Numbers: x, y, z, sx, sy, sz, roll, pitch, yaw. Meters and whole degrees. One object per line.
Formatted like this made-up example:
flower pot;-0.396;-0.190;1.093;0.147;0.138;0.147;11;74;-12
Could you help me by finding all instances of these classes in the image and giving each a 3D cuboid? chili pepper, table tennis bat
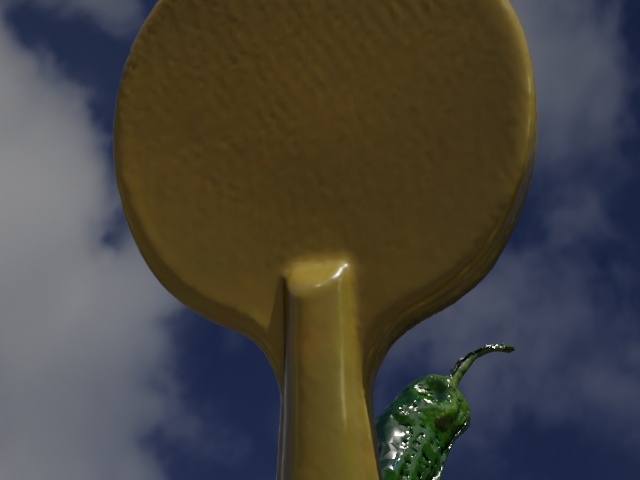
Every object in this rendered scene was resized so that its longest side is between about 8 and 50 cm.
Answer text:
chili pepper;0.070;0.162;0.959;0.122;0.279;0.065;-17;-60;20
table tennis bat;0.000;0.000;0.610;0.198;0.050;0.321;-5;-103;13
